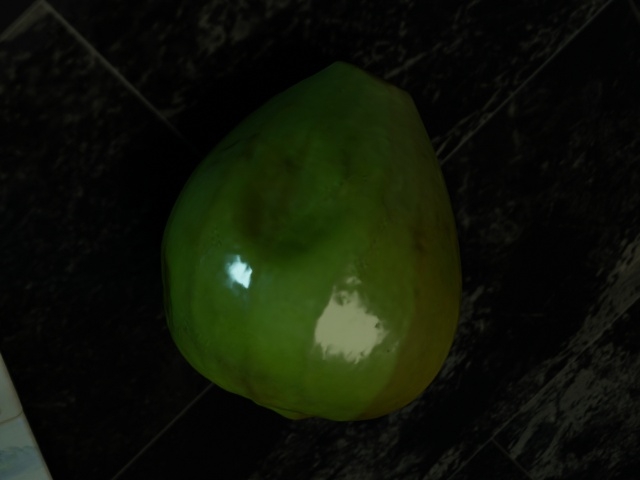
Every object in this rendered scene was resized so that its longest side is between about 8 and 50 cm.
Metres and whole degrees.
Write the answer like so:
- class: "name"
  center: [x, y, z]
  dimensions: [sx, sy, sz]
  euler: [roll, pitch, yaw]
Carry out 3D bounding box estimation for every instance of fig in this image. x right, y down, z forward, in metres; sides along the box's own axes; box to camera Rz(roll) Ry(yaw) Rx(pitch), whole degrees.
- class: "fig"
  center: [-0.009, 0.004, 0.728]
  dimensions: [0.207, 0.207, 0.230]
  euler: [-15, 104, -24]

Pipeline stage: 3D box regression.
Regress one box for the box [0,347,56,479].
- class: "box"
  center: [-0.266, 0.159, 0.754]
  dimensions: [0.149, 0.067, 0.233]
  euler: [-24, 130, -18]
